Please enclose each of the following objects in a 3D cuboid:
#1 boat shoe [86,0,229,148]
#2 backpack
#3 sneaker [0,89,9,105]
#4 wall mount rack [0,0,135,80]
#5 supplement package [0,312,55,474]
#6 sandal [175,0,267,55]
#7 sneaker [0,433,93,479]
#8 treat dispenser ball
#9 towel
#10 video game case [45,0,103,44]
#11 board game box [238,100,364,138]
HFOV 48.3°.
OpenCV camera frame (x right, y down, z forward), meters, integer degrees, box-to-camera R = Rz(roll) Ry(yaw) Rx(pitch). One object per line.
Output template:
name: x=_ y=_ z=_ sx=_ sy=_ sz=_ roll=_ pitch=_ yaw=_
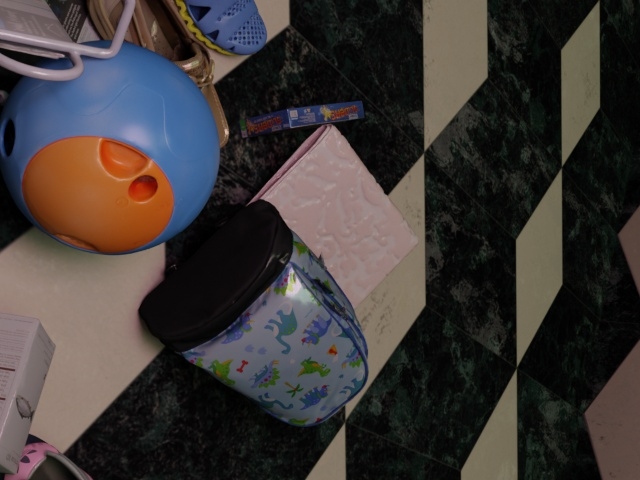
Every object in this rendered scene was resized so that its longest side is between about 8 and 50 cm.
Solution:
boat shoe: x=-0.232 y=-0.267 z=1.134 sx=0.341 sy=0.110 sz=0.121 roll=57 pitch=50 yaw=-41
backpack: x=-0.072 y=0.154 z=1.222 sx=0.290 sy=0.273 sz=0.355 roll=-40 pitch=141 yaw=1
sneaker: x=-0.467 y=-0.175 z=0.962 sx=0.098 sy=0.038 sz=0.069 roll=8 pitch=86 yaw=-36
wall mount rack: x=-0.396 y=-0.321 z=0.818 sx=0.304 sy=0.350 sz=0.130 roll=4 pitch=123 yaw=-40
supplement package: x=-0.422 y=0.191 z=0.905 sx=0.105 sy=0.105 sz=0.179 roll=9 pitch=62 yaw=-3
sandal: x=-0.183 y=-0.442 z=1.183 sx=0.317 sy=0.138 sz=0.126 roll=51 pitch=54 yaw=-36
sneaker: x=-0.351 y=0.395 z=1.017 sx=0.319 sy=0.131 sz=0.112 roll=55 pitch=54 yaw=-32
treat dispenser ball: x=-0.282 y=-0.123 z=0.970 sx=0.288 sy=0.288 sz=0.288 roll=-1 pitch=91 yaw=-46
towel: x=0.000 y=0.000 z=1.356 sx=0.317 sy=0.053 sz=0.332 roll=-45 pitch=124 yaw=-7
video game case: x=-0.356 y=-0.379 z=1.085 sx=0.173 sy=0.022 sz=0.190 roll=29 pitch=71 yaw=-43
board game box: x=-0.034 y=-0.228 z=1.338 sx=0.201 sy=0.136 sz=0.035 roll=-17 pitch=100 yaw=-44
